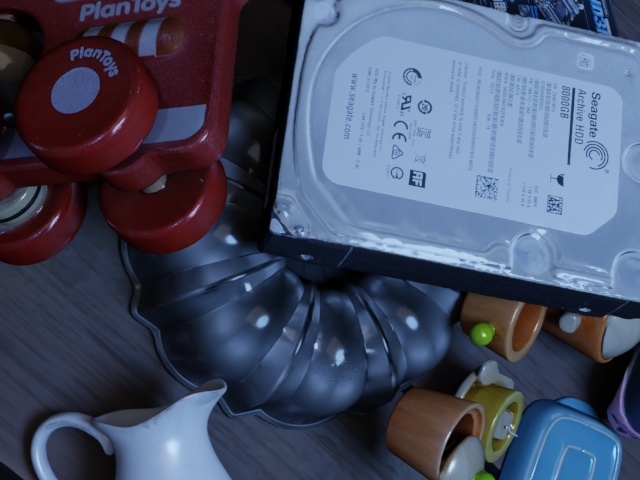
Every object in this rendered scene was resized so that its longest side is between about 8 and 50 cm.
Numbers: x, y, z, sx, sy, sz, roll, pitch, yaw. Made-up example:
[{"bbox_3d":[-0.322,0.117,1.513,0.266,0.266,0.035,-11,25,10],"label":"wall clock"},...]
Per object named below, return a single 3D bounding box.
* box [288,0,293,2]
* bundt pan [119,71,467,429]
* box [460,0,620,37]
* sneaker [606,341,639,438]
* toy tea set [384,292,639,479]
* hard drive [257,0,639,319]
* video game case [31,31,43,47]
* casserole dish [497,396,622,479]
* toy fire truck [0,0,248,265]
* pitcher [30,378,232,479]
[{"bbox_3d":[0.033,-0.264,1.182,0.225,0.036,0.136,28,76,-16],"label":"box"},{"bbox_3d":[0.000,0.000,1.095,0.331,0.124,0.330,3,82,-19],"label":"bundt pan"},{"bbox_3d":[0.187,-0.224,1.177,0.175,0.051,0.220,-2,72,-28],"label":"box"},{"bbox_3d":[0.370,0.070,1.232,0.112,0.131,0.319,50,49,-6],"label":"sneaker"},{"bbox_3d":[0.194,0.102,1.095,0.124,0.200,0.336,22,65,30],"label":"toy tea set"},{"bbox_3d":[0.132,-0.075,1.030,0.339,0.064,0.236,12,70,-10],"label":"hard drive"},{"bbox_3d":[-0.241,-0.265,1.097,0.119,0.015,0.166,35,74,-13],"label":"video game case"},{"bbox_3d":[0.225,0.239,1.193,0.114,0.037,0.188,24,78,-15],"label":"casserole dish"},{"bbox_3d":[-0.200,-0.131,0.992,0.302,0.169,0.253,-4,63,19],"label":"toy fire truck"},{"bbox_3d":[-0.141,0.230,1.032,0.178,0.125,0.207,-11,92,17],"label":"pitcher"}]
